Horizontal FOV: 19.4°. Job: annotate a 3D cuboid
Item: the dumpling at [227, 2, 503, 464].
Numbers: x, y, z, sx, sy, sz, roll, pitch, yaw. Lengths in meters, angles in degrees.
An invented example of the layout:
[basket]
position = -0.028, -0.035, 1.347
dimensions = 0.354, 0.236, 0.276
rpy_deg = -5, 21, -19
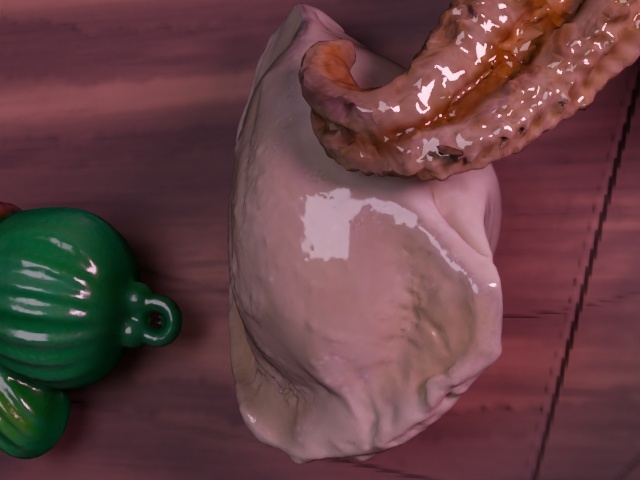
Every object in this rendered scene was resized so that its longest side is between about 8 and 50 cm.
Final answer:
[dumpling]
position = 0.000, 0.000, 0.911
dimensions = 0.179, 0.131, 0.252
rpy_deg = -61, 43, 33

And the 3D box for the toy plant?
[toy plant]
position = -0.170, 0.046, 1.016
dimensions = 0.200, 0.105, 0.143
rpy_deg = 15, 98, 21

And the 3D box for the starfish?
[starfish]
position = 0.120, -0.237, 0.845
dimensions = 0.324, 0.082, 0.432
rpy_deg = -2, 80, 5
